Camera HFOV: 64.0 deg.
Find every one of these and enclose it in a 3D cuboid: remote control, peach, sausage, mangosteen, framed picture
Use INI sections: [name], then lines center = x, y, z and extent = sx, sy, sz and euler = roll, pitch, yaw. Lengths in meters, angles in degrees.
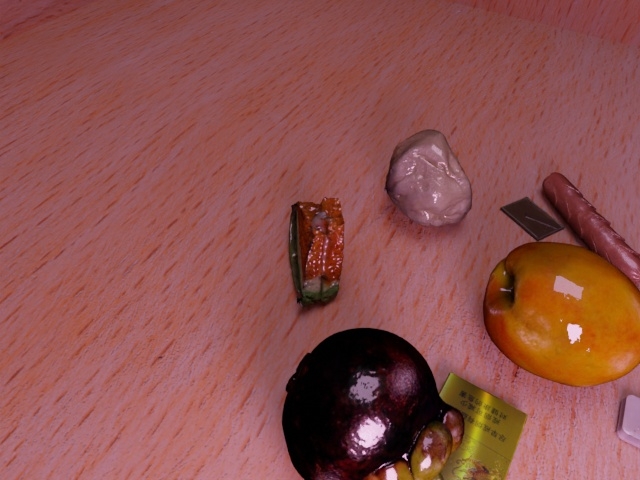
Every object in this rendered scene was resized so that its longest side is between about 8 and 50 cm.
[remote control]
center = 0.724, 0.403, 1.010
extent = 0.250, 0.034, 0.103
euler = 23, 49, 18
[peach]
center = 0.517, 0.153, 1.069
extent = 0.333, 0.307, 0.307
euler = 20, 47, 1
[sausage]
center = 0.742, -0.043, 1.411
extent = 0.088, 0.087, 0.433
euler = -10, 47, -13
[mangosteen]
center = 0.091, 0.295, 0.886
extent = 0.314, 0.296, 0.296
euler = 1, 46, 6
[framed picture]
center = 0.607, -0.065, 1.470
extent = 0.109, 0.011, 0.149
euler = -21, 51, -22

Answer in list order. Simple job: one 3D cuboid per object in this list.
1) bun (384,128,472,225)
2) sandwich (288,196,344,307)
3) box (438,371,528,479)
[bun]
center = 0.279, -0.160, 1.395
extent = 0.205, 0.281, 0.281
euler = -27, 49, 5
[sandwich]
center = -0.005, 0.001, 1.242
extent = 0.109, 0.212, 0.292
euler = 7, 30, -18
[box]
center = 0.258, 0.412, 0.961
extent = 0.173, 0.043, 0.311
euler = 26, 49, 20
